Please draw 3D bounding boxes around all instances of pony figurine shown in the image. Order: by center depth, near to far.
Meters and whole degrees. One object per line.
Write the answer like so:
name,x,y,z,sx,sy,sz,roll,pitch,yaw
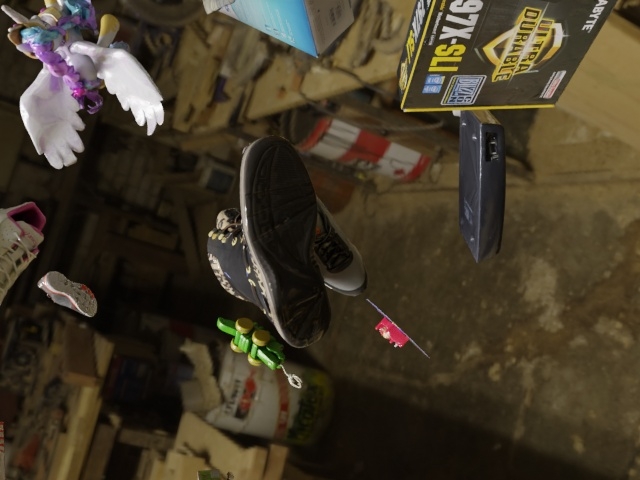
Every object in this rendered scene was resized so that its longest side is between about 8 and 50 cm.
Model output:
pony figurine,-0.506,-0.370,1.756,0.303,0.351,0.363,-23,27,12

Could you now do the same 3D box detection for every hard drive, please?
hard drive,0.284,-0.107,1.496,0.172,0.054,0.254,-99,5,-66

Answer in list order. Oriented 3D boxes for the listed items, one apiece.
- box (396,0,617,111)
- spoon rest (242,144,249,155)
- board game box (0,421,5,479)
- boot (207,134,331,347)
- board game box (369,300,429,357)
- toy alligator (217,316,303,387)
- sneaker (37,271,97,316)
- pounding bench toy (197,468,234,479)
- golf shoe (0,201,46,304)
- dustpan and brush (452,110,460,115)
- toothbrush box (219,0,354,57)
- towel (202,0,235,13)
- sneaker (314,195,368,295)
box,0.262,-0.305,1.205,0.322,0.257,0.079,103,165,-64
spoon rest,-0.092,-0.084,1.833,0.084,0.276,0.137,-31,1,18
board game box,-0.411,0.334,0.996,0.193,0.045,0.146,-65,32,29
boot,-0.114,-0.015,1.533,0.284,0.138,0.377,23,132,58
board game box,0.142,0.184,1.645,0.033,0.169,0.133,-47,52,-1
toy alligator,-0.089,0.176,1.388,0.190,0.051,0.056,33,129,23
sneaker,-0.592,0.127,1.971,0.065,0.158,0.061,-19,40,34
pounding bench toy,-0.243,0.575,1.962,0.052,0.083,0.065,-133,44,-70
golf shoe,-0.542,0.030,1.406,0.140,0.115,0.306,-24,35,7
dustpan and brush,0.297,-0.313,1.710,0.211,0.060,0.147,-56,-34,-71
toothbrush box,-0.095,-0.527,1.677,0.296,0.216,0.126,30,67,29
towel,-0.222,-0.546,1.422,0.324,0.056,0.312,67,165,-13
sneaker,-0.001,0.000,1.622,0.100,0.271,0.108,-37,12,-2
